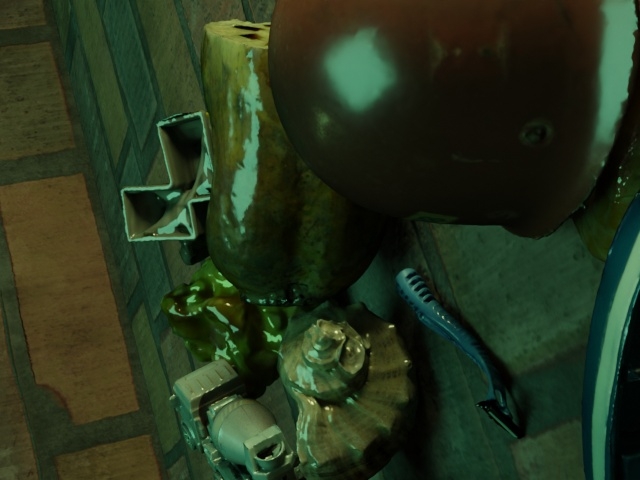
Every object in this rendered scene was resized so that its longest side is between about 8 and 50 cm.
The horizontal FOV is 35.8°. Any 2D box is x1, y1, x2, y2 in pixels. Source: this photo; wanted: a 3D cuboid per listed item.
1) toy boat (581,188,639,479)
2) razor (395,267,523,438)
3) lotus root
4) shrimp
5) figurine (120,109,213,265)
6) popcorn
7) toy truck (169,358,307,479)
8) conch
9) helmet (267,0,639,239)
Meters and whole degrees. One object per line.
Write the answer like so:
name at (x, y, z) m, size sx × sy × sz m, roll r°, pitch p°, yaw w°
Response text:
toy boat at (0.255, 0.087, 0.767) m, size 0.062 × 0.096 × 0.299 m, roll -128°, pitch 35°, yaw -64°
razor at (0.151, 0.113, 1.108) m, size 0.082 × 0.042 × 0.253 m, roll 43°, pitch -172°, yaw -41°
lotus root at (-0.032, -0.088, 1.188) m, size 0.250 × 0.250 × 0.346 m, roll -149°, pitch 59°, yaw -62°
shrimp at (0.239, -0.090, 0.797) m, size 0.133 × 0.053 × 0.236 m, roll -97°, pitch 5°, yaw -55°
figurine at (-0.133, -0.094, 1.424) m, size 0.342 × 0.285 × 0.167 m, roll -33°, pitch 84°, yaw 31°
popcorn at (-0.102, 0.112, 1.455) m, size 0.206 × 0.251 × 0.237 m, roll 113°, pitch 144°, yaw -64°
toy truck at (-0.105, 0.248, 1.284) m, size 0.257 × 0.108 × 0.140 m, roll 40°, pitch 149°, yaw 50°
conch at (0.052, 0.195, 1.241) m, size 0.291 × 0.159 × 0.210 m, roll 54°, pitch -157°, yaw -49°
helmet at (0.073, -0.156, 0.852) m, size 0.385 × 0.230 × 0.337 m, roll -136°, pitch 42°, yaw -74°
